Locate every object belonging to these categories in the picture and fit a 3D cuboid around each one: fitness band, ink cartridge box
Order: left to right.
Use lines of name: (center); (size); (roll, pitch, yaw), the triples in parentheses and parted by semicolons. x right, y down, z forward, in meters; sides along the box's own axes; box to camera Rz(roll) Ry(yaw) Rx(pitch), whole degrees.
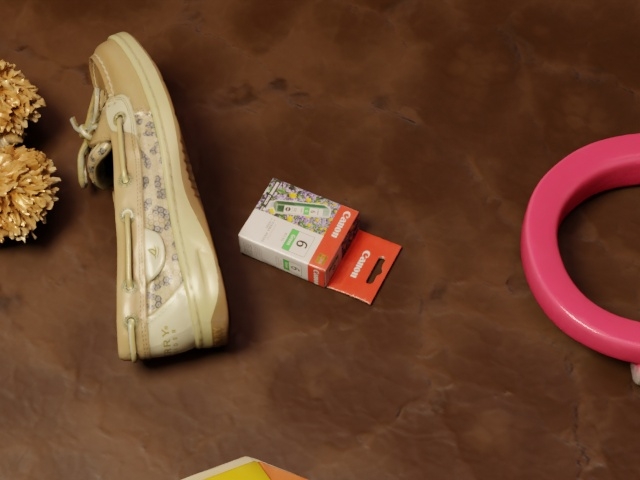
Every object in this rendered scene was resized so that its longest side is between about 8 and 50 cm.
ink cartridge box: (0.000, 0.000, 1.089); (0.115, 0.029, 0.063); (22, 61, 15)
fitness band: (0.300, 0.006, 1.068); (0.290, 0.054, 0.209); (-5, 56, -3)

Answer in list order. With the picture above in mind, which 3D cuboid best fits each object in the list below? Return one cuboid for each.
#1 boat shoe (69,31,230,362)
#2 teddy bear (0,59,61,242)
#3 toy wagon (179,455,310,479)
boat shoe: (-0.146, -0.041, 1.074); (0.089, 0.105, 0.285); (-15, 60, -10)
teddy bear: (-0.366, -0.070, 1.049); (0.337, 0.113, 0.245); (10, 63, -15)
toy wagon: (0.005, 0.285, 0.822); (0.267, 0.068, 0.344); (-14, 54, -42)
